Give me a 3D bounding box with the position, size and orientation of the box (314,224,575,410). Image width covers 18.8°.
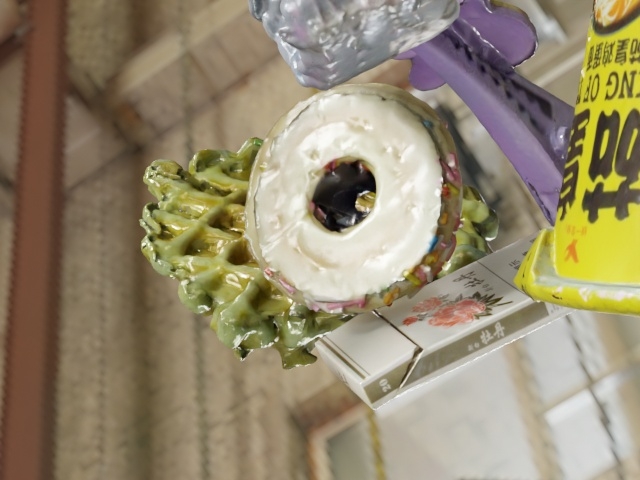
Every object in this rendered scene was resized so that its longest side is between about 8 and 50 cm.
[{"bbox_3d":[0.102,0.051,1.355,0.029,0.198,0.109,68,169,-18],"label":"box"}]

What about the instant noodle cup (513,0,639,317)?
[{"bbox_3d":[0.251,-0.090,0.811,0.325,0.325,0.254,-3,-84,-71],"label":"instant noodle cup"}]

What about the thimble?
[{"bbox_3d":[0.012,-0.172,1.260,0.127,0.118,0.151,61,176,9],"label":"thimble"}]

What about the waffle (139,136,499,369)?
[{"bbox_3d":[0.000,0.000,1.689,0.297,0.317,0.073,-125,30,-51],"label":"waffle"}]

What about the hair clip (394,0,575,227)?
[{"bbox_3d":[0.132,-0.126,1.566,0.278,0.137,0.090,48,-125,-18],"label":"hair clip"}]

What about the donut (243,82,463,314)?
[{"bbox_3d":[0.027,-0.028,1.375,0.068,0.174,0.175,21,-141,-62],"label":"donut"}]
